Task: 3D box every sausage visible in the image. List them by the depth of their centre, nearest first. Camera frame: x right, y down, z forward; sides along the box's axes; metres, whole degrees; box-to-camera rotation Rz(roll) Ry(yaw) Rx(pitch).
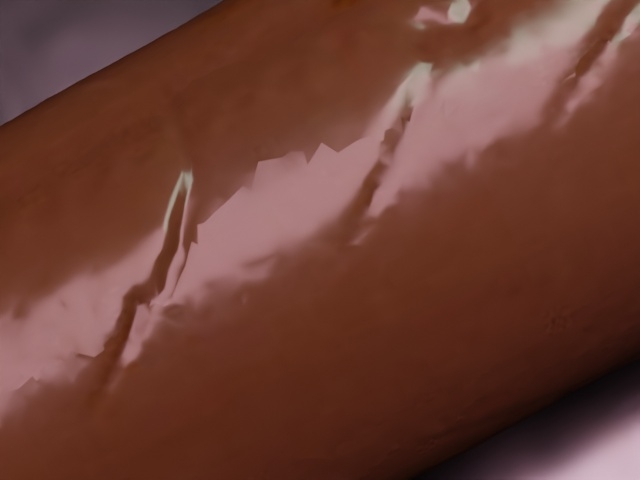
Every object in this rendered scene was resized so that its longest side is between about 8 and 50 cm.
[{"bbox_3d":[0.001,-0.001,0.445,0.304,0.121,0.121,-29,73,0],"label":"sausage"}]
